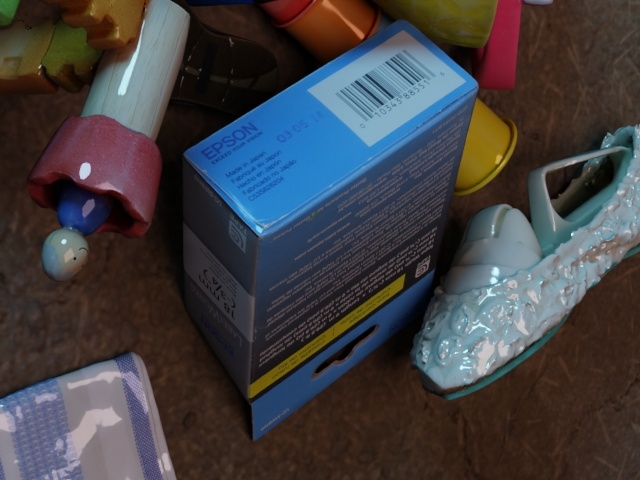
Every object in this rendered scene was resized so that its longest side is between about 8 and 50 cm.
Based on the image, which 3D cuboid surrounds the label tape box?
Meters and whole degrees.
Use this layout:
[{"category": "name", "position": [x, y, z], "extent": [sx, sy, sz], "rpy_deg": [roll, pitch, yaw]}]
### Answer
[{"category": "label tape box", "position": [0.000, 0.000, 1.198], "extent": [0.240, 0.106, 0.334], "rpy_deg": [-34, 154, -25]}]

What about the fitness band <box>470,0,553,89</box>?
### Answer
[{"category": "fitness band", "position": [0.172, -0.284, 1.247], "extent": [0.054, 0.209, 0.291], "rpy_deg": [4, 94, -2]}]

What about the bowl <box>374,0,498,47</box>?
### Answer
[{"category": "bowl", "position": [0.073, -0.314, 1.171], "extent": [0.156, 0.289, 0.290], "rpy_deg": [3, 96, 1]}]

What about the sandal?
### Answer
[{"category": "sandal", "position": [-0.124, -0.162, 1.155], "extent": [0.219, 0.060, 0.090], "rpy_deg": [14, 94, -48]}]

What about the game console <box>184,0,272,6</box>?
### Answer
[{"category": "game console", "position": [-0.028, -0.346, 1.066], "extent": [0.173, 0.250, 0.293], "rpy_deg": [-19, 106, -25]}]

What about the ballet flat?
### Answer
[{"category": "ballet flat", "position": [0.217, 0.002, 1.357], "extent": [0.409, 0.147, 0.147], "rpy_deg": [-33, 113, -34]}]

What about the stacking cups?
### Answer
[{"category": "stacking cups", "position": [0.045, -0.169, 1.252], "extent": [0.316, 0.096, 0.096], "rpy_deg": [39, 75, -25]}]

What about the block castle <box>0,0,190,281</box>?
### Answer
[{"category": "block castle", "position": [-0.318, -0.147, 0.812], "extent": [0.453, 0.303, 0.213], "rpy_deg": [44, 55, -50]}]

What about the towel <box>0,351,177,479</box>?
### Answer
[{"category": "towel", "position": [-0.247, 0.232, 1.134], "extent": [0.285, 0.034, 0.209], "rpy_deg": [-20, 106, -30]}]
